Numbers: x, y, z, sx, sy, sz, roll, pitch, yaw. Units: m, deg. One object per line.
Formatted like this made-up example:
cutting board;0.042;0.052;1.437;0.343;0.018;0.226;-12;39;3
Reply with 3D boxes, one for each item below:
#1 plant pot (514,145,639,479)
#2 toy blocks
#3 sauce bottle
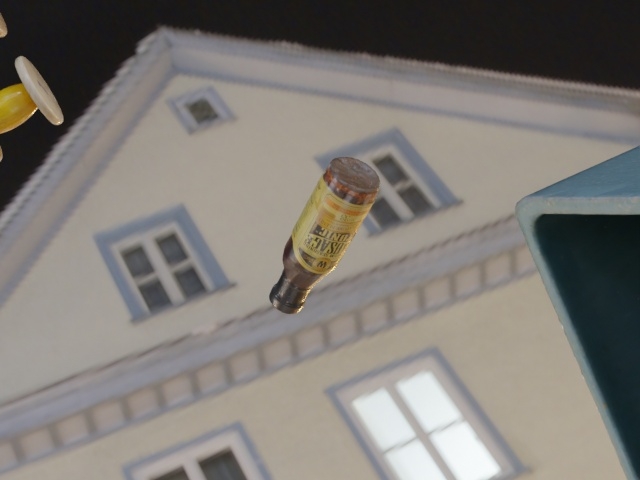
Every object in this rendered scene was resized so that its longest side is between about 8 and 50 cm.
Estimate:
plant pot;0.314;0.030;0.806;0.252;0.247;0.247;-30;-77;-24
toy blocks;-0.266;-0.093;0.939;0.148;0.054;0.123;-31;-77;2
sauce bottle;0.000;0.000;0.985;0.042;0.042;0.128;1;-46;-30
